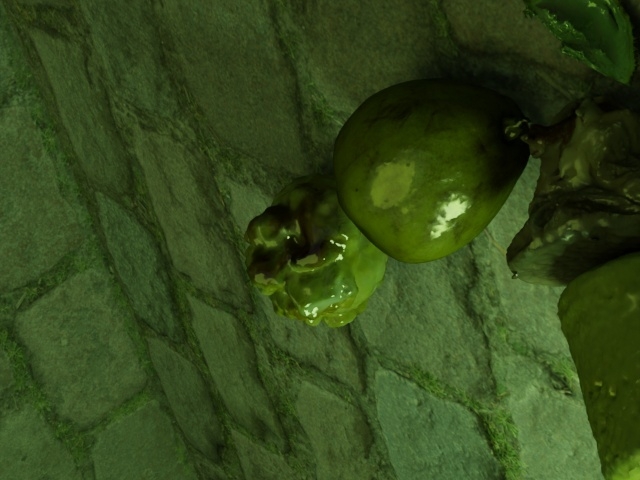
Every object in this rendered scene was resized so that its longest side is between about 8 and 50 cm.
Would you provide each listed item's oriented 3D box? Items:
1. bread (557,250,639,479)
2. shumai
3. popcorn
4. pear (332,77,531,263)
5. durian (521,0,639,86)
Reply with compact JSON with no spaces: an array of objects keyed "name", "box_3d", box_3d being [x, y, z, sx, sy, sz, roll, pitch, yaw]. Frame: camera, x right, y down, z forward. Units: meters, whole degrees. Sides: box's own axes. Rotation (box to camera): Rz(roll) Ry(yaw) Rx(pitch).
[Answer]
[{"name":"bread","box_3d":[0.486,0.171,1.220,0.348,0.308,0.348,3,155,1]},{"name":"shumai","box_3d":[0.413,-0.085,1.334,0.314,0.263,0.267,-2,160,9]},{"name":"popcorn","box_3d":[-0.002,0.005,1.835,0.312,0.312,0.312,34,145,29]},{"name":"pear","box_3d":[0.180,-0.123,1.507,0.375,0.287,0.287,-24,101,45]},{"name":"durian","box_3d":[0.341,-0.291,1.262,0.215,0.100,0.086,41,145,8]}]
